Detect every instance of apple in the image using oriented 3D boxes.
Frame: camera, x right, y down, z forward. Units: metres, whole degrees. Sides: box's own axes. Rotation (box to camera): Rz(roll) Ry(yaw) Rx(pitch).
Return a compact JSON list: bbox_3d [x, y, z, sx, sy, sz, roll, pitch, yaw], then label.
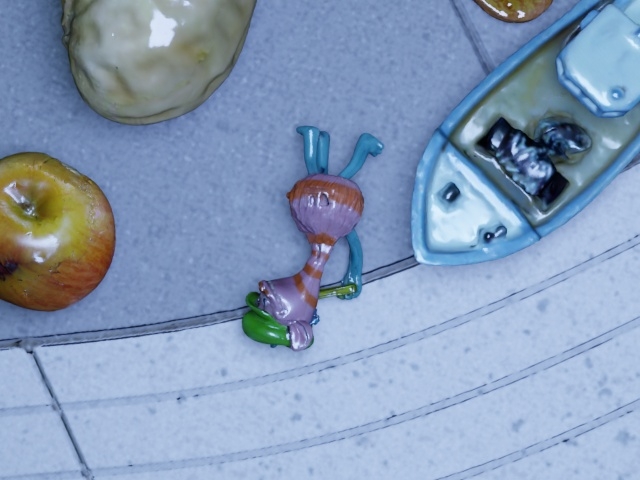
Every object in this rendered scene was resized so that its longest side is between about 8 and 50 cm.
[{"bbox_3d":[-0.254,-0.007,1.265,0.147,0.146,0.146,0,84,3],"label":"apple"}]

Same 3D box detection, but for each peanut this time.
[{"bbox_3d":[-0.133,-0.290,1.270,0.192,0.169,0.387,14,82,8],"label":"peanut"}]

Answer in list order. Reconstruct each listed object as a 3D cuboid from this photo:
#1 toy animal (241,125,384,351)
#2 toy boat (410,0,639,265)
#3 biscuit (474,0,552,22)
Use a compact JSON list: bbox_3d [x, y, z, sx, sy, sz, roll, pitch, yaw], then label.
[{"bbox_3d":[0.000,0.000,1.282,0.103,0.100,0.208,18,81,-35],"label":"toy animal"},{"bbox_3d":[0.201,-0.098,1.250,0.332,0.133,0.145,-44,85,-2],"label":"toy boat"},{"bbox_3d":[0.196,-0.310,1.319,0.192,0.036,0.186,-30,86,-1],"label":"biscuit"}]
